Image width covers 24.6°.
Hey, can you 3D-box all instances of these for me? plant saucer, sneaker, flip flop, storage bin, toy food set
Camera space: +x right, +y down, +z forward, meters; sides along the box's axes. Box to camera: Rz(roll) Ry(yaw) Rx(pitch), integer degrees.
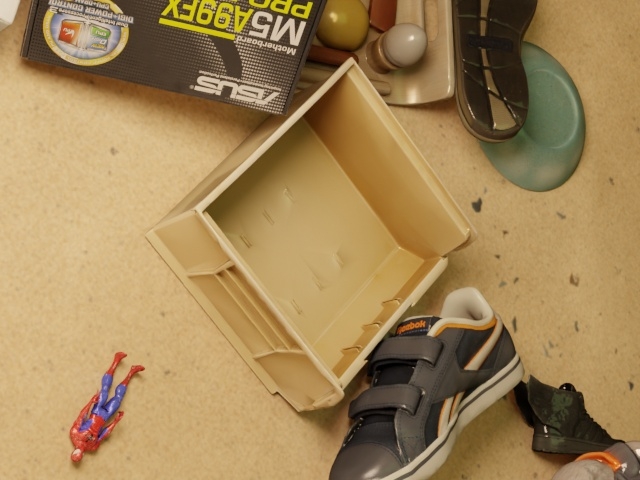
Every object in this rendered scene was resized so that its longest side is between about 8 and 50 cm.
[{"bbox_3d":[0.269,-0.159,1.811,0.195,0.037,0.195,9,75,-33],"label":"plant saucer"},{"bbox_3d":[0.301,0.211,1.743,0.170,0.051,0.089,9,79,-31],"label":"sneaker"},{"bbox_3d":[0.198,-0.228,1.744,0.112,0.080,0.277,8,62,-11],"label":"flip flop"},{"bbox_3d":[0.000,0.000,1.529,0.260,0.123,0.262,52,55,-14],"label":"storage bin"},{"bbox_3d":[0.095,0.162,1.563,0.321,0.126,0.127,-38,108,-47],"label":"sneaker"},{"bbox_3d":[0.017,-0.280,1.622,0.306,0.092,0.220,7,76,-35],"label":"toy food set"}]

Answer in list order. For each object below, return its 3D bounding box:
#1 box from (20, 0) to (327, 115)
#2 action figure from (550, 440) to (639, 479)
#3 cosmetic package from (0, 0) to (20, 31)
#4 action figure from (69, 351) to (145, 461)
[{"bbox_3d":[-0.131,-0.245,1.391,0.270,0.216,0.060,12,37,-14],"label":"box"},{"bbox_3d":[0.379,0.364,1.728,0.330,0.178,0.341,29,98,-26],"label":"action figure"},{"bbox_3d":[-0.378,-0.408,1.364,0.284,0.097,0.377,27,65,-30],"label":"cosmetic package"},{"bbox_3d":[-0.209,0.162,1.404,0.038,0.030,0.115,42,61,-27],"label":"action figure"}]
